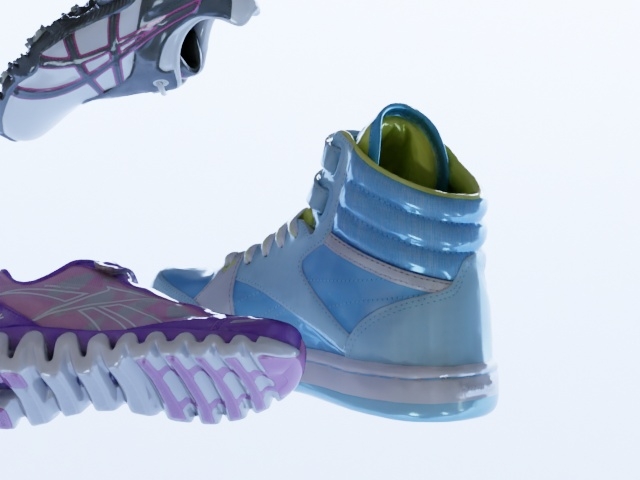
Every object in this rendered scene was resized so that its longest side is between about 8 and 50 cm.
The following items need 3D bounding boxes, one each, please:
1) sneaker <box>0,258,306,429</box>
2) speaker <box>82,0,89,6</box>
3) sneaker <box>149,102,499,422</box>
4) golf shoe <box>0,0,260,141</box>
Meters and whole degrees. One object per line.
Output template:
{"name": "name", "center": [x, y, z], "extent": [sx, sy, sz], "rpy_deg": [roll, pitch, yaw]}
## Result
{"name": "sneaker", "center": [-0.126, 0.057, 1.284], "extent": [0.236, 0.095, 0.104], "rpy_deg": [-1, -127, 8]}
{"name": "speaker", "center": [-0.146, -0.218, 1.683], "extent": [0.136, 0.055, 0.055], "rpy_deg": [-47, -122, -3]}
{"name": "sneaker", "center": [0.000, 0.000, 1.408], "extent": [0.319, 0.208, 0.127], "rpy_deg": [10, -169, 39]}
{"name": "golf shoe", "center": [-0.165, -0.147, 1.593], "extent": [0.120, 0.273, 0.105], "rpy_deg": [45, -145, -4]}
